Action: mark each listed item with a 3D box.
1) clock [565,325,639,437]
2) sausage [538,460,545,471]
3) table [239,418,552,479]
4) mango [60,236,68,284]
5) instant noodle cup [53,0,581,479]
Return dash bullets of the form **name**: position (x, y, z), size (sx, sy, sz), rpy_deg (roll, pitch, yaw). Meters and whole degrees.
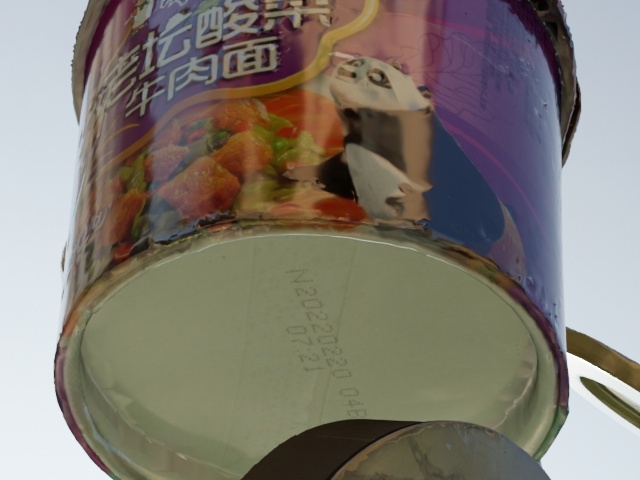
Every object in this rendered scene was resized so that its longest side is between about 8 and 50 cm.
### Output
- **clock**: position (0.288, 0.145, 0.993), size (0.235, 0.235, 0.029), rpy_deg (35, -96, 7)
- **sausage**: position (0.113, 0.200, 0.915), size (0.136, 0.500, 0.123), rpy_deg (-4, -66, 8)
- **table**: position (0.023, 0.120, 0.344), size (0.043, 0.133, 0.133), rpy_deg (-8, -68, 51)
- **mango**: position (-0.086, 0.029, 0.810), size (0.227, 0.109, 0.147), rpy_deg (1, -50, 29)
- **instant noodle cup**: position (0.000, 0.000, 0.495), size (0.251, 0.190, 0.251), rpy_deg (1, -47, 1)
